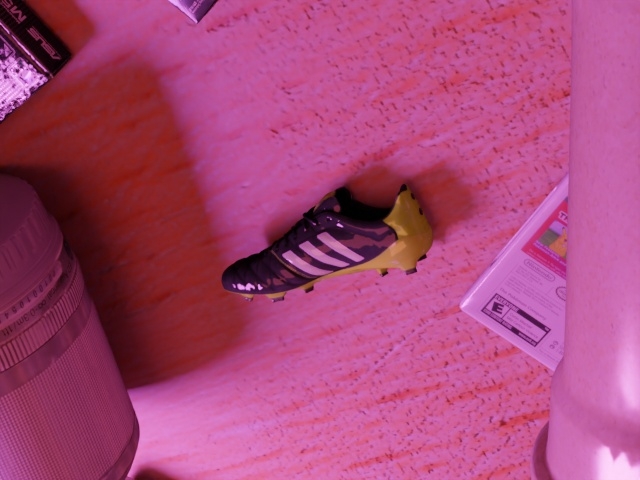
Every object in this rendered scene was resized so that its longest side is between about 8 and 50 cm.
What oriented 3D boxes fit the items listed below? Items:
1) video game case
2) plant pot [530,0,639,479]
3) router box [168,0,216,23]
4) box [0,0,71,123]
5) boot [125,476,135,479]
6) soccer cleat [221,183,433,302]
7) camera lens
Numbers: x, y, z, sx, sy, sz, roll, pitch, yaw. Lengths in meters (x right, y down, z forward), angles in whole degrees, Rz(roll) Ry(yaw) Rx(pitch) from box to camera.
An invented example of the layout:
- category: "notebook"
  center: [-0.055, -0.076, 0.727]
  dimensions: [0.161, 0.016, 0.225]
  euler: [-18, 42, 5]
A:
- category: "video game case"
  center: [0.234, 0.045, 1.002]
  dimensions: [0.201, 0.023, 0.183]
  euler: [34, 129, -2]
- category: "plant pot"
  center: [0.269, -0.017, 0.772]
  dimensions: [0.334, 0.334, 0.305]
  euler: [-4, 105, 24]
- category: "router box"
  center: [-0.086, -0.224, 0.931]
  dimensions: [0.092, 0.038, 0.122]
  euler: [38, 128, -7]
- category: "box"
  center: [-0.321, -0.159, 1.066]
  dimensions: [0.190, 0.045, 0.184]
  euler: [-31, 110, 34]
- category: "boot"
  center: [-0.198, 0.340, 1.345]
  dimensions: [0.123, 0.095, 0.258]
  euler: [32, 120, 6]
- category: "soccer cleat"
  center: [0.000, 0.000, 1.046]
  dimensions: [0.179, 0.060, 0.072]
  euler: [-13, 108, 21]
- category: "camera lens"
  center: [-0.286, 0.109, 1.125]
  dimensions: [0.219, 0.219, 0.274]
  euler: [-1, 122, 22]
